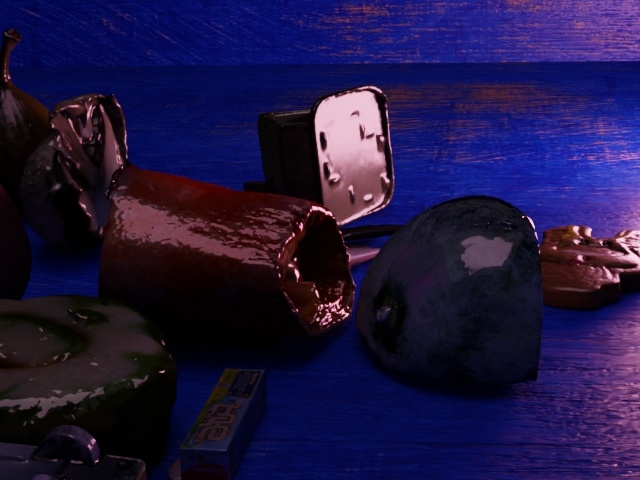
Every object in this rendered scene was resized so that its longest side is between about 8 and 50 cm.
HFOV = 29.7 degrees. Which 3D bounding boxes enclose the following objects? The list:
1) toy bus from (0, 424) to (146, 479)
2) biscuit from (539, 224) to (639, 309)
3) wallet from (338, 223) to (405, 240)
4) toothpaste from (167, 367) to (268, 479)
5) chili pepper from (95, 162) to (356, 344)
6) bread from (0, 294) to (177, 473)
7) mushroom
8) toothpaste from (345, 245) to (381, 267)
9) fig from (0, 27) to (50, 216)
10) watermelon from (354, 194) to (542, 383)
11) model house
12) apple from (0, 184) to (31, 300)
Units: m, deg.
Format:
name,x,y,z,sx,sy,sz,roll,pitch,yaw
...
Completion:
name,x,y,z,sx,sy,sz,roll,pitch,yaw
toy bus,-0.288,0.240,0.961,0.289,0.157,0.139,3,23,9
biscuit,0.383,0.029,1.714,0.186,0.044,0.295,2,18,19
wallet,0.000,-0.001,1.823,0.244,0.025,0.124,-8,2,-18
toothpaste,-0.108,0.191,1.264,0.070,0.044,0.193,1,18,9
chili pepper,-0.124,0.017,1.522,0.305,0.229,0.251,2,2,14
bread,-0.341,0.163,1.242,0.366,0.129,0.382,13,24,38
mushroom,-0.402,-0.116,1.938,0.130,0.247,0.344,-11,36,8
toothpaste,0.022,0.028,1.770,0.067,0.043,0.194,7,14,38
fig,-0.531,-0.206,2.098,0.217,0.321,0.217,-1,13,0
watermelon,0.135,0.047,1.448,0.175,0.188,0.322,-8,12,-30
model house,-0.044,-0.151,2.063,0.279,0.218,0.205,6,18,38
apple,-0.513,0.017,1.484,0.306,0.305,0.235,10,46,33
